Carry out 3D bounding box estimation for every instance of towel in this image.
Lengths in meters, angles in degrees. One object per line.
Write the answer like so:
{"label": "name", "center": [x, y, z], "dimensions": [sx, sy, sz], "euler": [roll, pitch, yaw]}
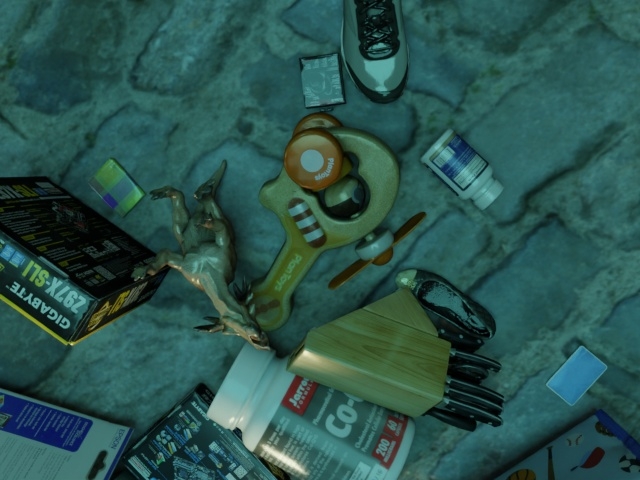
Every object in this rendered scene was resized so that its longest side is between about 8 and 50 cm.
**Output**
{"label": "towel", "center": [-0.325, -0.084, 1.207], "dimensions": [0.060, 0.009, 0.083], "euler": [-44, 92, 8]}

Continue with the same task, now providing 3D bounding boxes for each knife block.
{"label": "knife block", "center": [0.123, 0.203, 1.092], "dimensions": [0.275, 0.088, 0.242], "euler": [-21, 69, -32]}

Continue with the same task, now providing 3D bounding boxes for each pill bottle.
{"label": "pill bottle", "center": [0.211, -0.103, 1.122], "dimensions": [0.120, 0.067, 0.067], "euler": [43, 99, -1]}
{"label": "pill bottle", "center": [-0.016, 0.271, 1.142], "dimensions": [0.283, 0.161, 0.161], "euler": [29, 99, 1]}

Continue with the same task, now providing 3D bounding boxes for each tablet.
{"label": "tablet", "center": [0.395, 0.208, 1.172], "dimensions": [0.054, 0.006, 0.083], "euler": [39, 98, 0]}

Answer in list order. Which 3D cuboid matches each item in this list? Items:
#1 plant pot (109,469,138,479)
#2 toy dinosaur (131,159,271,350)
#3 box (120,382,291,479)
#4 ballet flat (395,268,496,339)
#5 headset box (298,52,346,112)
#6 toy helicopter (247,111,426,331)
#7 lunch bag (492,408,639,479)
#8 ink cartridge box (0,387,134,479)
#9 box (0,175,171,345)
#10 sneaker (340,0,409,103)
{"label": "plant pot", "center": [-0.321, 0.503, 1.203], "dimensions": [0.165, 0.166, 0.234], "euler": [-26, 91, 8]}
{"label": "toy dinosaur", "center": [-0.161, 0.026, 1.128], "dimensions": [0.127, 0.296, 0.200], "euler": [-20, 135, 16]}
{"label": "box", "center": [-0.184, 0.369, 1.226], "dimensions": [0.175, 0.051, 0.220], "euler": [-43, 91, 9]}
{"label": "ballet flat", "center": [0.193, 0.094, 1.156], "dimensions": [0.173, 0.049, 0.058], "euler": [29, 98, 2]}
{"label": "headset box", "center": [0.004, -0.236, 1.144], "dimensions": [0.062, 0.032, 0.083], "euler": [-7, 97, 7]}
{"label": "toy helicopter", "center": [0.000, 0.000, 1.145], "dimensions": [0.234, 0.140, 0.355], "euler": [30, 110, -7]}
{"label": "lunch bag", "center": [0.406, 0.509, 1.092], "dimensions": [0.327, 0.239, 0.386], "euler": [-32, 105, 3]}
{"label": "ink cartridge box", "center": [-0.478, 0.328, 1.193], "dimensions": [0.332, 0.165, 0.065], "euler": [15, 130, 5]}
{"label": "box", "center": [-0.371, 0.012, 1.066], "dimensions": [0.257, 0.322, 0.079], "euler": [33, 97, 0]}
{"label": "sneaker", "center": [0.072, -0.332, 1.089], "dimensions": [0.100, 0.108, 0.272], "euler": [-7, 97, 5]}
